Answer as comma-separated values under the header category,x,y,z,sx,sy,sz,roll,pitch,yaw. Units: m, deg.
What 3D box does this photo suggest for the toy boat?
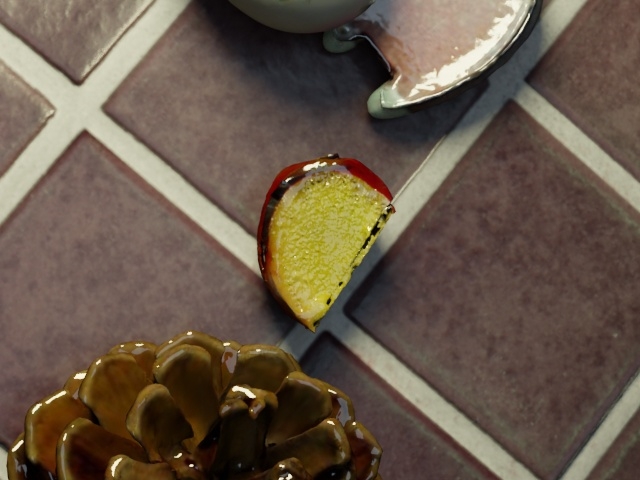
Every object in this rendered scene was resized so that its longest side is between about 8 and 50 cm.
category,x,y,z,sx,sy,sz,roll,pitch,yaw
toy boat,0.120,-0.222,1.723,0.227,0.085,0.155,-35,86,-1

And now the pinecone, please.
category,x,y,z,sx,sy,sz,roll,pitch,yaw
pinecone,-0.103,0.243,1.492,0.384,0.384,0.384,1,87,-13

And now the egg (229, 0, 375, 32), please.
category,x,y,z,sx,sy,sz,roll,pitch,yaw
egg,-0.045,-0.322,1.619,0.196,0.196,0.271,-37,97,-13

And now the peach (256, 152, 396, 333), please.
category,x,y,z,sx,sy,sz,roll,pitch,yaw
peach,0.001,-0.001,1.666,0.127,0.092,0.172,7,97,-8
